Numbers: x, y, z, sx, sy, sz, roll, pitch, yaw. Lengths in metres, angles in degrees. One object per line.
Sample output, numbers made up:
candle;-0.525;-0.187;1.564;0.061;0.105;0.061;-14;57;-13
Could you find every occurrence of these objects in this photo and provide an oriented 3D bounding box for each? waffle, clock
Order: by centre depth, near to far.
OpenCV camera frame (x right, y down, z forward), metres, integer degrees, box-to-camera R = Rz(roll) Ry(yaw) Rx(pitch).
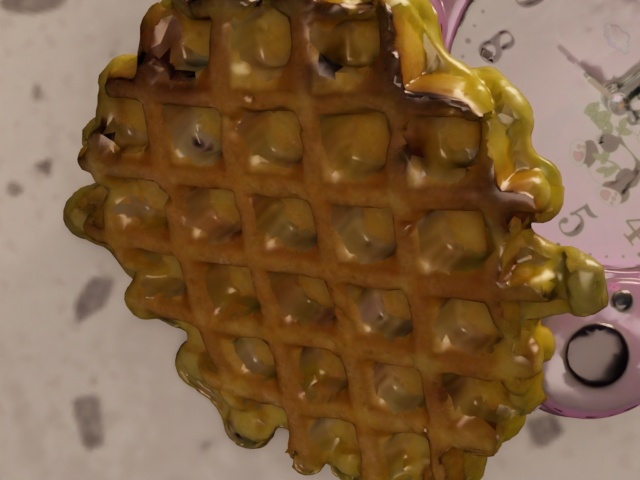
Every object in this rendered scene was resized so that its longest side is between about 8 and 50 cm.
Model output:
waffle;0.000;0.000;0.763;0.238;0.059;0.243;42;131;5
clock;0.135;-0.067;0.810;0.248;0.090;0.227;-38;90;-4
